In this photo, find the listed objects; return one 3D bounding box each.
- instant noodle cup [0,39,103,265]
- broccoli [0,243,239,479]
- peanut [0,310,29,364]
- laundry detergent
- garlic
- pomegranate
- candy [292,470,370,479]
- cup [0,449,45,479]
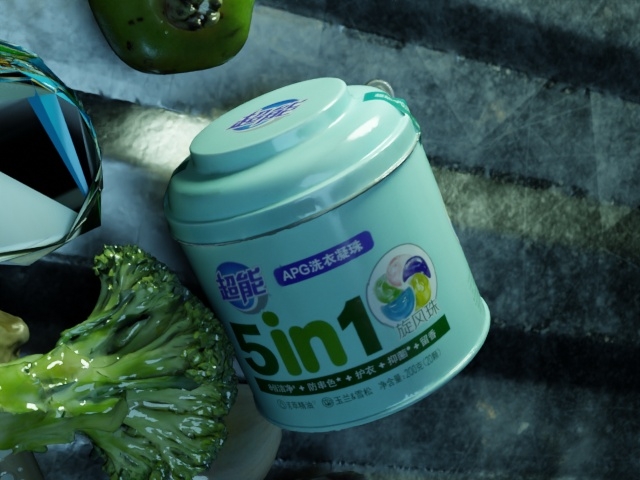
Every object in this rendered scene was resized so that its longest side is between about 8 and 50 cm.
[{"bbox_3d":[-0.322,-0.081,1.119,0.240,0.178,0.240,-5,103,-22],"label":"instant noodle cup"},{"bbox_3d":[-0.249,0.128,1.104,0.361,0.221,0.252,21,105,-53],"label":"broccoli"},{"bbox_3d":[-0.427,0.180,1.153,0.159,0.143,0.291,33,82,-16],"label":"peanut"},{"bbox_3d":[0.000,0.000,1.219,0.287,0.287,0.305,-30,112,-15],"label":"laundry detergent"},{"bbox_3d":[-0.111,0.238,1.339,0.266,0.128,0.149,-9,117,-33],"label":"garlic"},{"bbox_3d":[-0.141,-0.248,1.143,0.179,0.209,0.180,-7,108,-22],"label":"pomegranate"},{"bbox_3d":[-0.040,0.400,1.328,0.289,0.214,0.157,-32,118,-14],"label":"candy"},{"bbox_3d":[-0.356,0.266,1.235,0.102,0.074,0.099,-27,111,-22],"label":"cup"}]
